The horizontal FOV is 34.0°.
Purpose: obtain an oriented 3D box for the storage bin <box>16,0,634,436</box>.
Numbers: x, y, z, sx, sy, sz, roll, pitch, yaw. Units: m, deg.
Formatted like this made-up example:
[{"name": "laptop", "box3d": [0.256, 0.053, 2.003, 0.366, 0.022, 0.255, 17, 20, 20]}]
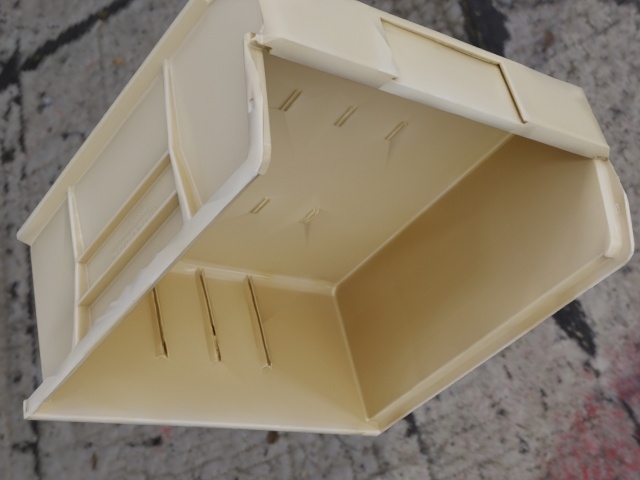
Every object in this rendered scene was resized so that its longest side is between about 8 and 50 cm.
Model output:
[{"name": "storage bin", "box3d": [0.000, 0.000, 0.607, 0.260, 0.262, 0.123, -43, 50, 38]}]
